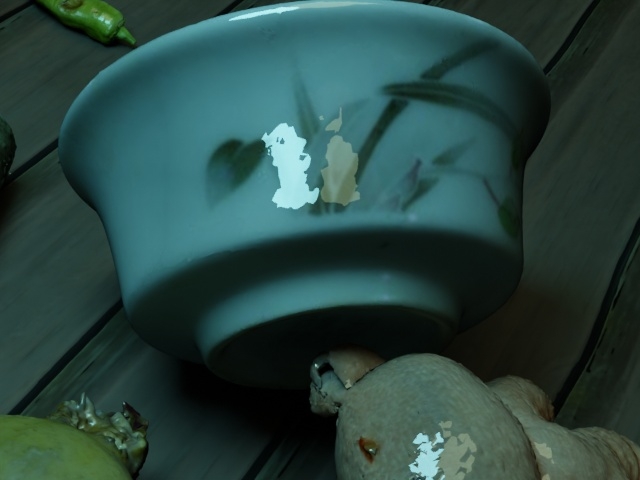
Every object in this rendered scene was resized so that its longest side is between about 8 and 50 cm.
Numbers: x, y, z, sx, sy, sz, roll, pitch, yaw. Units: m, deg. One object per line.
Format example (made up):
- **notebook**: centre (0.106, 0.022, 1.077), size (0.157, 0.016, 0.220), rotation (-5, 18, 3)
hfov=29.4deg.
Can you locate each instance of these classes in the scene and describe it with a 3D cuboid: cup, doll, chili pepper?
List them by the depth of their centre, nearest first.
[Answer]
- **doll**: centre (0.126, 0.182, 0.790), size (0.303, 0.156, 0.201), rotation (24, 21, -33)
- **cup**: centre (0.000, 0.000, 0.834), size (0.347, 0.347, 0.163), rotation (-1, 65, -15)
- **chili pepper**: centre (-0.273, -0.256, 1.267), size (0.049, 0.043, 0.208), rotation (-36, 57, -28)

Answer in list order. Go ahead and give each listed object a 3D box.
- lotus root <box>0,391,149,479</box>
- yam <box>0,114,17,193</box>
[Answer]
- **lotus root**: centre (-0.201, 0.189, 0.657), size (0.169, 0.151, 0.343), rotation (28, 45, 19)
- **yam**: centre (-0.304, -0.042, 0.958), size (0.107, 0.107, 0.183), rotation (9, 42, -3)
